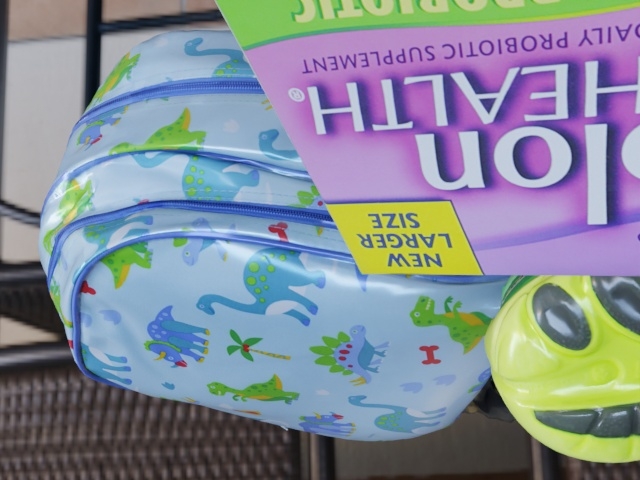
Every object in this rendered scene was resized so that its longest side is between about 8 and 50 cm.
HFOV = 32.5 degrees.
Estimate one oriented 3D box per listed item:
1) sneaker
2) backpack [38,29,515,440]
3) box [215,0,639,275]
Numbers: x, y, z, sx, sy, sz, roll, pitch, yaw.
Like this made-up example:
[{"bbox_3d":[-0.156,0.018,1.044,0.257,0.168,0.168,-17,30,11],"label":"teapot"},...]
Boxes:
[{"bbox_3d":[0.206,0.000,0.435,0.295,0.110,0.123,-11,-164,2],"label":"sneaker"},{"bbox_3d":[0.000,0.000,0.720,0.355,0.273,0.290,27,149,2],"label":"backpack"},{"bbox_3d":[0.078,-0.109,0.328,0.213,0.117,0.243,0,137,32],"label":"box"}]
